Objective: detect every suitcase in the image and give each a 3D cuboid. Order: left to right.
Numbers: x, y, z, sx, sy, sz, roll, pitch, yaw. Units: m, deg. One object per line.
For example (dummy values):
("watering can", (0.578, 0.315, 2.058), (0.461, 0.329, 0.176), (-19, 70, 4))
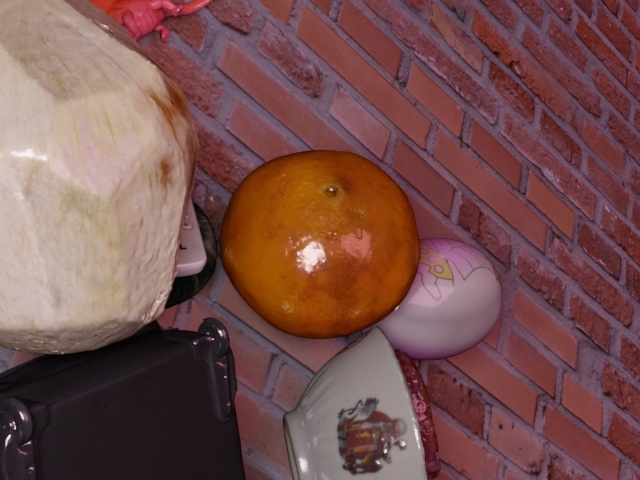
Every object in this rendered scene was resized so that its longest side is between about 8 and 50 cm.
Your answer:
("suitcase", (-0.242, 0.276, 1.387), (0.345, 0.188, 0.339), (-21, 106, -48))

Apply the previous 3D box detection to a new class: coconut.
("coconut", (-0.303, -0.094, 1.324), (0.344, 0.415, 0.415), (-21, 89, -33))

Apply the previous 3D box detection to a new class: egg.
("egg", (0.164, 0.089, 1.922), (0.271, 0.196, 0.196), (11, 66, -44))

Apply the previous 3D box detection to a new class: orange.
("orange", (0.000, 0.000, 1.732), (0.283, 0.226, 0.284), (7, 51, -9))

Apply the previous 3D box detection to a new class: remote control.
("remote control", (-0.200, -0.037, 1.539), (0.087, 0.029, 0.190), (-1, 54, -24))

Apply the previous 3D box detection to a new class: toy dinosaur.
("toy dinosaur", (-0.266, -0.347, 1.765), (0.139, 0.070, 0.286), (41, 42, 3))

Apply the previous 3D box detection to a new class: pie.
("pie", (0.122, 0.259, 1.802), (0.054, 0.219, 0.204), (-10, 104, -7))

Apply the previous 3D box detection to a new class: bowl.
("bowl", (0.038, 0.295, 1.686), (0.157, 0.337, 0.337), (-11, 79, -7))

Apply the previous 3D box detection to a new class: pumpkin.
("pumpkin", (-0.215, 0.010, 1.600), (0.167, 0.125, 0.167), (18, 44, -18))
